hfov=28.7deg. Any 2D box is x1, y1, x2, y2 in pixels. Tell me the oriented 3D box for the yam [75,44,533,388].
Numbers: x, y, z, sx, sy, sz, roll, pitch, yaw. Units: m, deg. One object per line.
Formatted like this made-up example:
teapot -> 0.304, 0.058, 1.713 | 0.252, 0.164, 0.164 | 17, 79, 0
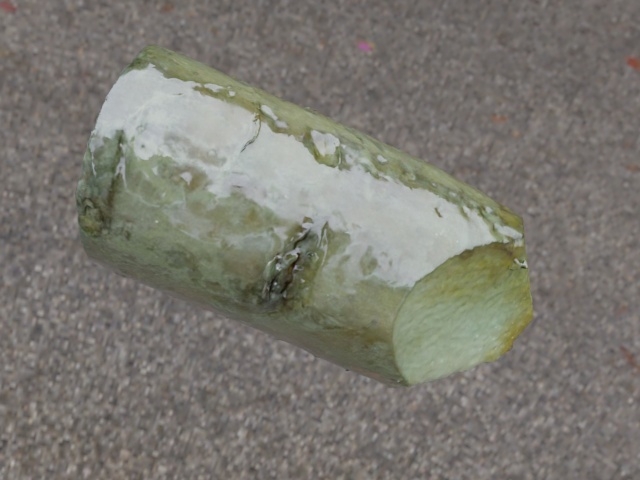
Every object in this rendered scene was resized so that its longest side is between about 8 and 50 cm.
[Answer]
yam -> 0.000, 0.000, 0.362 | 0.147, 0.069, 0.069 | 25, 36, -13
